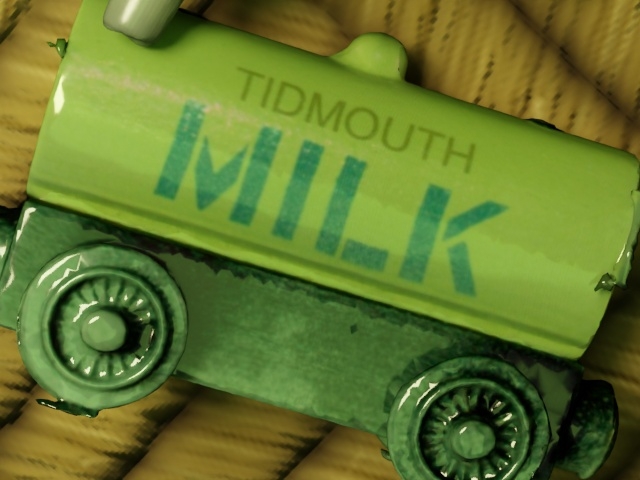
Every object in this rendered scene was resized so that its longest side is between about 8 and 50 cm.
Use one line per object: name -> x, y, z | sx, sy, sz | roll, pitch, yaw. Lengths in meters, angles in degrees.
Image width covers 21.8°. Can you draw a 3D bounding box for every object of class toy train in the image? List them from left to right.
toy train -> 0.000, 0.000, 0.604 | 0.253, 0.105, 0.157 | 17, 94, -5

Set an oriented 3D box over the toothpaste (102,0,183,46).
toothpaste -> -0.002, -0.185, 0.549 | 0.069, 0.047, 0.268 | 31, 94, 24
